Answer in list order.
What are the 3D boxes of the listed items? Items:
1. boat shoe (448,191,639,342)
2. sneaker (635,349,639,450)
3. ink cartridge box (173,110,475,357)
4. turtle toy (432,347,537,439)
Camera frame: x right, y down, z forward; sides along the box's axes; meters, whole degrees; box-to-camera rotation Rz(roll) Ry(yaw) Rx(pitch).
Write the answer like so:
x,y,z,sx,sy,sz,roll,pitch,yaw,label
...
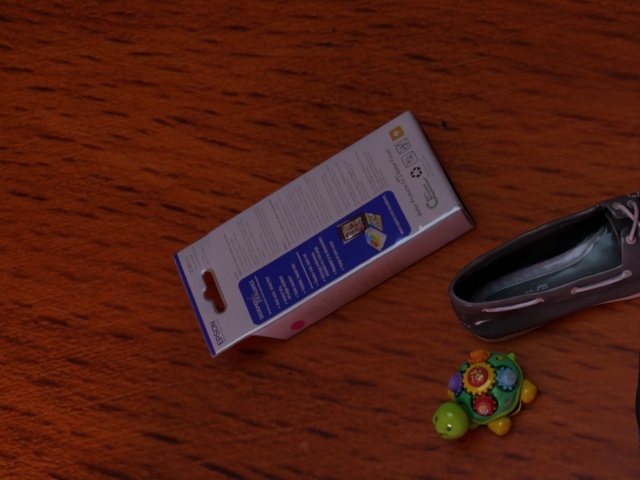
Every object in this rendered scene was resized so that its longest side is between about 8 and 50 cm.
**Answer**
x,y,z,sx,sy,sz,roll,pitch,yaw,label
0.306,0.020,1.924,0.335,0.095,0.112,-27,55,13,boat shoe
0.382,0.259,1.731,0.125,0.139,0.341,-15,60,17,sneaker
0.000,0.000,2.115,0.371,0.069,0.175,-30,55,8,ink cartridge box
0.184,0.180,1.921,0.095,0.066,0.130,36,84,36,turtle toy
